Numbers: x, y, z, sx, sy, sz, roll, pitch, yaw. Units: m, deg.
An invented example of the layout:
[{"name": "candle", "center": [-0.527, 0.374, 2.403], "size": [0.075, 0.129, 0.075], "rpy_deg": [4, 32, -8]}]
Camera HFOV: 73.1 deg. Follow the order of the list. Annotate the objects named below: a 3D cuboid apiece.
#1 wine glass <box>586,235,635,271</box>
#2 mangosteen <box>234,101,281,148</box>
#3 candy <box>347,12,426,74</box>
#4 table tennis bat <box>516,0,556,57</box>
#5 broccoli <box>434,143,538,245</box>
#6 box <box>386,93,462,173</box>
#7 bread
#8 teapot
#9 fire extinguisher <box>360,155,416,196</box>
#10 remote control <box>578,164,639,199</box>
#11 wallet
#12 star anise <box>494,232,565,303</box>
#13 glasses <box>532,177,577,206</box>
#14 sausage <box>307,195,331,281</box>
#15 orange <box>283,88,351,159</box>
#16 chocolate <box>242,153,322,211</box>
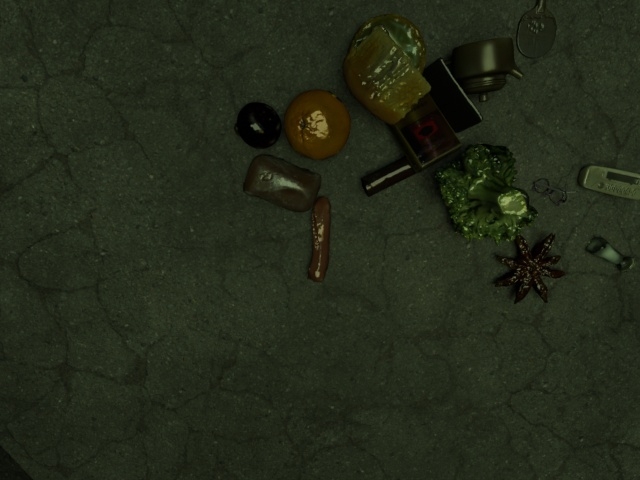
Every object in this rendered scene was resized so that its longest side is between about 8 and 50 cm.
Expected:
[{"name": "wine glass", "center": [1.063, 0.050, 1.579], "size": [0.155, 0.072, 0.072], "rpy_deg": [29, 98, -9]}, {"name": "mangosteen", "center": [-0.204, -0.365, 1.392], "size": [0.152, 0.152, 0.153], "rpy_deg": [-1, 101, -3]}, {"name": "candy", "center": [0.209, -0.581, 1.383], "size": [0.259, 0.118, 0.260], "rpy_deg": [-1, 106, -2]}, {"name": "table tennis bat", "center": [0.723, -0.729, 1.430], "size": [0.130, 0.022, 0.235], "rpy_deg": [4, 103, -3]}, {"name": "broccoli", "center": [0.537, -0.149, 1.413], "size": [0.277, 0.317, 0.339], "rpy_deg": [-27, 76, 7]}, {"name": "box", "center": [0.328, -0.363, 1.412], "size": [0.159, 0.071, 0.240], "rpy_deg": [-28, 81, -2]}, {"name": "bread", "center": [0.177, -0.479, 1.278], "size": [0.262, 0.162, 0.204], "rpy_deg": [47, 115, -1]}, {"name": "teapot", "center": [0.504, -0.533, 1.377], "size": [0.267, 0.185, 0.176], "rpy_deg": [2, 105, 35]}, {"name": "fire extinguisher", "center": [0.264, -0.247, 1.469], "size": [0.267, 0.072, 0.089], "rpy_deg": [-27, 106, 2]}, {"name": "remote control", "center": [1.035, -0.208, 1.534], "size": [0.230, 0.049, 0.090], "rpy_deg": [11, 100, -5]}, {"name": "wallet", "center": [0.421, -0.468, 1.412], "size": [0.025, 0.124, 0.244], "rpy_deg": [-43, 102, -23]}, {"name": "star anise", "center": [0.766, 0.102, 1.563], "size": [0.287, 0.088, 0.289], "rpy_deg": [-1, 100, -5]}, {"name": "glasses", "center": [0.827, -0.167, 1.502], "size": [0.139, 0.104, 0.063], "rpy_deg": [30, 96, -12]}, {"name": "sausage", "center": [-0.001, 0.000, 1.503], "size": [0.078, 0.078, 0.305], "rpy_deg": [3, 101, -4]}, {"name": "orange", "center": [-0.011, -0.367, 1.376], "size": [0.219, 0.193, 0.220], "rpy_deg": [2, 117, 3]}, {"name": "chocolate", "center": [-0.127, -0.188, 1.454], "size": [0.261, 0.083, 0.161], "rpy_deg": [17, 101, -7]}]
